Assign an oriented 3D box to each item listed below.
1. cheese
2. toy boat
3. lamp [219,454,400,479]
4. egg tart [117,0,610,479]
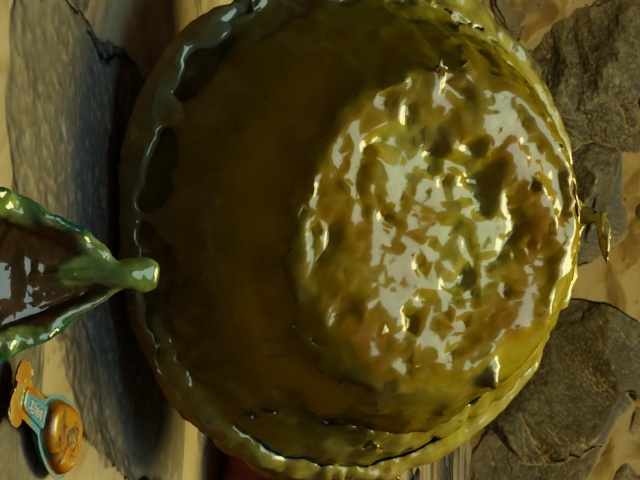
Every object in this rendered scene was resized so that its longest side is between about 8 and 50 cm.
[{"bbox_3d":[-0.154,0.102,0.885,0.111,0.017,0.047,69,23,-61],"label":"cheese"},{"bbox_3d":[-0.169,0.017,0.619,0.293,0.099,0.108,-3,96,-70],"label":"toy boat"},{"bbox_3d":[-0.015,0.196,1.310,0.182,0.140,0.182,-19,112,-58],"label":"lamp"},{"bbox_3d":[0.047,-0.011,1.072,0.169,0.388,0.388,12,-77,59],"label":"egg tart"}]
